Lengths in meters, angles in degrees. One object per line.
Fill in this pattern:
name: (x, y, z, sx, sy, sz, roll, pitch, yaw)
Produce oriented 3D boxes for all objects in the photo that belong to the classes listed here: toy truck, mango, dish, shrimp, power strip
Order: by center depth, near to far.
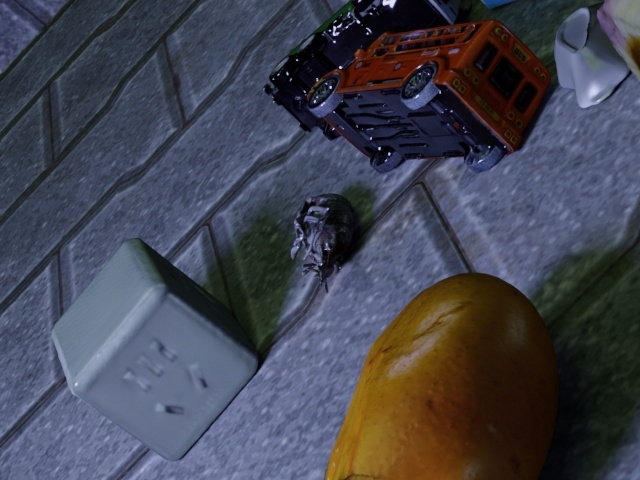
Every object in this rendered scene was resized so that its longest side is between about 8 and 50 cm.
mango: (0.092, 0.119, 1.266, 0.257, 0.138, 0.187, -62, 8, -34)
dish: (0.235, -0.172, 1.556, 0.091, 0.039, 0.137, -38, 25, 26)
toy truck: (0.098, -0.137, 1.667, 0.114, 0.107, 0.252, -56, 25, -16)
shrimp: (0.000, 0.000, 1.704, 0.065, 0.056, 0.165, -22, 23, 21)
power strip: (-0.172, 0.095, 1.762, 0.139, 0.140, 0.224, -50, 24, 4)
toy truck: (0.043, -0.208, 1.886, 0.242, 0.101, 0.125, -37, 14, 33)

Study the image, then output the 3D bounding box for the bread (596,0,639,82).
bread: (0.368, -0.225, 1.255, 0.338, 0.155, 0.187, -48, 31, -1)

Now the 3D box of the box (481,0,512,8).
box: (0.228, -0.339, 1.776, 0.139, 0.073, 0.194, -11, 45, 55)
